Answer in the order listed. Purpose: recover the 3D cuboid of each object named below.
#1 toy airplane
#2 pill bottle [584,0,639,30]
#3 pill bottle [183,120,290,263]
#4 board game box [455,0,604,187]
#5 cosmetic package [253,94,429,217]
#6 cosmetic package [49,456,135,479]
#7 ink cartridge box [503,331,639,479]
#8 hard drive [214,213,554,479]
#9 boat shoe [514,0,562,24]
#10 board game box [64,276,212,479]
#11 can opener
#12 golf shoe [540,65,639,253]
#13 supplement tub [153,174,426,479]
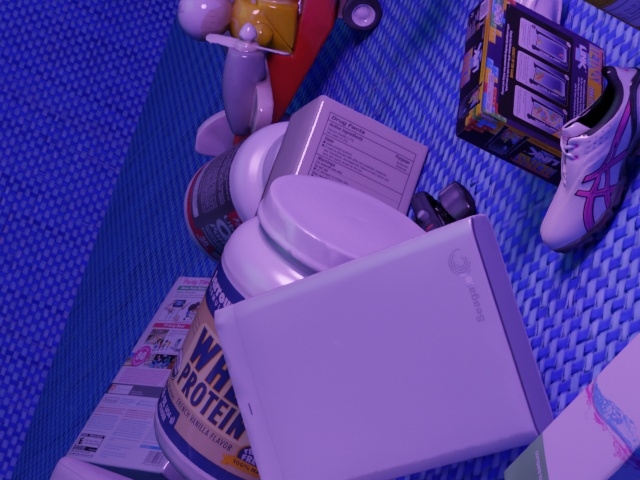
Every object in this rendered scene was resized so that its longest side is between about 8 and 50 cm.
[{"bbox_3d":[-0.109,-0.294,2.347,0.386,0.272,0.384,-27,42,62],"label":"toy airplane"},{"bbox_3d":[0.274,-0.253,1.312,0.119,0.208,0.119,-54,22,32],"label":"pill bottle"},{"bbox_3d":[-0.060,-0.065,2.062,0.318,0.176,0.176,-22,46,65],"label":"pill bottle"},{"bbox_3d":[0.207,-0.146,1.470,0.048,0.141,0.170,-43,28,46],"label":"board game box"},{"bbox_3d":[0.000,0.000,1.839,0.113,0.160,0.309,-23,44,65],"label":"cosmetic package"},{"bbox_3d":[-0.119,0.417,1.346,0.327,0.329,0.394,-67,17,-9],"label":"cosmetic package"},{"bbox_3d":[0.243,0.144,0.968,0.212,0.154,0.093,-53,21,31],"label":"ink cartridge box"},{"bbox_3d":[0.050,0.119,1.386,0.307,0.040,0.203,-21,83,35],"label":"hard drive"},{"bbox_3d":[0.232,-0.208,1.619,0.063,0.066,0.184,3,66,56],"label":"boat shoe"},{"bbox_3d":[-0.166,0.190,1.944,0.224,0.097,0.303,0,51,48],"label":"board game box"},{"bbox_3d":[0.135,-0.006,1.626,0.073,0.059,0.186,-57,19,23],"label":"can opener"},{"bbox_3d":[0.244,-0.076,1.368,0.186,0.086,0.067,-61,20,18],"label":"golf shoe"},{"bbox_3d":[-0.024,0.112,1.601,0.228,0.228,0.316,-105,36,-63],"label":"supplement tub"}]
